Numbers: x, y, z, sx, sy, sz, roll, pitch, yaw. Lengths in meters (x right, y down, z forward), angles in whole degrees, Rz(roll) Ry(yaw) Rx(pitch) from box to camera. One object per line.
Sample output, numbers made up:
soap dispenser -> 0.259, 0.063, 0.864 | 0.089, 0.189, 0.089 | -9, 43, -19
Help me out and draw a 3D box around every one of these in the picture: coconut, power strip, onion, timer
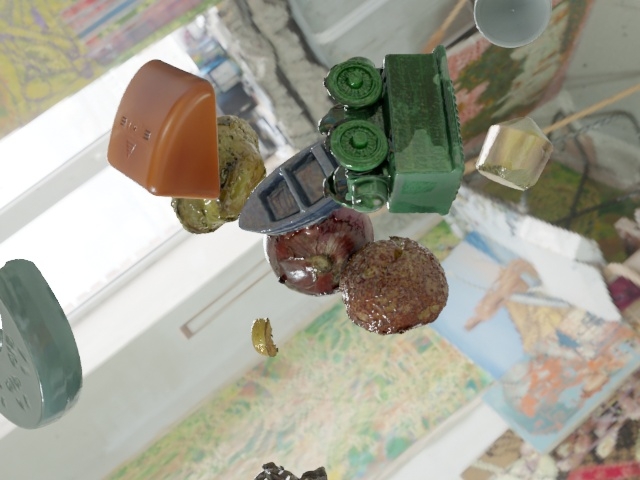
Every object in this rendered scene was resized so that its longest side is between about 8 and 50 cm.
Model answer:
coconut -> 0.431, -0.199, 1.841 | 0.147, 0.152, 0.147 | 25, 180, 0
power strip -> -0.331, 0.125, 0.895 | 0.253, 0.054, 0.167 | -32, 87, 49
onion -> 0.000, 0.000, 1.992 | 0.276, 0.276, 0.276 | 50, 171, 11
timer -> -0.319, -0.236, 1.734 | 0.257, 0.161, 0.249 | 31, 114, 45

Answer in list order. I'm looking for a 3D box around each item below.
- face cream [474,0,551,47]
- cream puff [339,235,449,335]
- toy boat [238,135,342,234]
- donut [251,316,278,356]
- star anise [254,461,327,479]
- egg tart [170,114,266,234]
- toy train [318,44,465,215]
face cream -> 0.515, -0.642, 2.226 | 0.201, 0.201, 0.187 | 56, -152, -22
cream puff -> 0.148, 0.086, 1.742 | 0.240, 0.240, 0.163 | 38, 156, 57
toy boat -> -0.034, -0.096, 1.607 | 0.127, 0.283, 0.078 | 62, -166, 21
donut -> -0.107, 0.188, 1.592 | 0.083, 0.038, 0.067 | 50, -139, -66
star anise -> -0.022, 0.369, 1.113 | 0.223, 0.108, 0.236 | 19, -162, 27
egg tart -> -0.239, -0.152, 2.112 | 0.129, 0.341, 0.341 | 27, 161, 22
toy train -> 0.100, -0.161, 1.246 | 0.145, 0.202, 0.265 | 95, 173, -61
